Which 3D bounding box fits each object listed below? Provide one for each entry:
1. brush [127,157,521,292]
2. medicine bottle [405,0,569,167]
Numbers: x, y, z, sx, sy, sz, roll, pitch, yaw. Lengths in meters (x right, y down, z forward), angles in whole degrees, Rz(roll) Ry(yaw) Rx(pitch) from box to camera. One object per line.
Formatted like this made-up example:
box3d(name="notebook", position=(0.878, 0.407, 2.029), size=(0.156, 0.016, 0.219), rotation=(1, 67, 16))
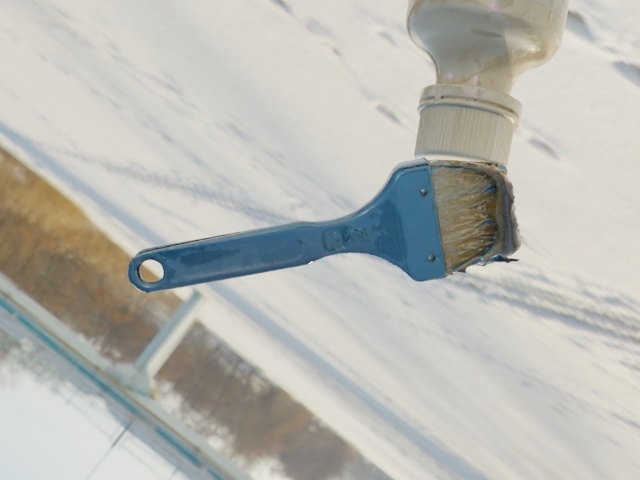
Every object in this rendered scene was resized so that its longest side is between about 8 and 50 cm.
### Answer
box3d(name="brush", position=(0.000, 0.000, 0.429), size=(0.014, 0.164, 0.051), rotation=(-89, -12, -76))
box3d(name="medicine bottle", position=(0.119, -0.173, 0.736), size=(0.114, 0.252, 0.114), rotation=(11, 174, 1))
